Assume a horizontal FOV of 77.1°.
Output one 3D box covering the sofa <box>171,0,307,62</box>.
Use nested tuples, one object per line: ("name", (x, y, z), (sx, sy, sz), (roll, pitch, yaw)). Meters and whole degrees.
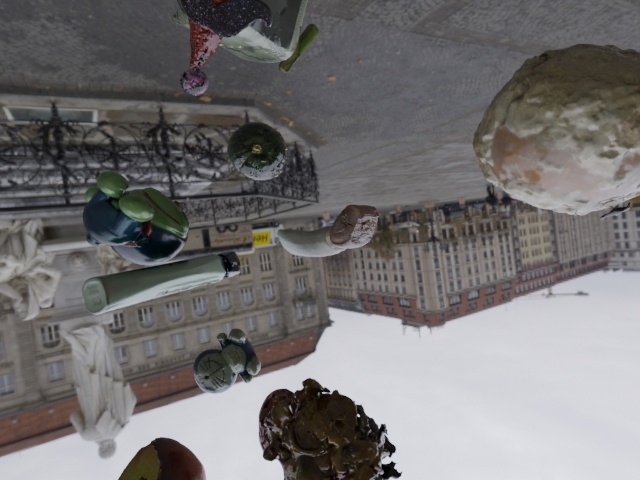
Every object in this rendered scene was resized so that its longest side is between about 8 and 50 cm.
("sofa", (-0.148, -0.505, 0.815), (0.176, 0.225, 0.210), (21, -167, 32))

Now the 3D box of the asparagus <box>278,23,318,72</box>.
("asparagus", (-0.065, -0.559, 1.168), (0.045, 0.178, 0.041), (8, 150, 46))

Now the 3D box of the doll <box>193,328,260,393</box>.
("doll", (-0.381, 0.492, 1.603), (0.259, 0.228, 0.154), (-32, 179, -12))

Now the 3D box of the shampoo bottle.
("shampoo bottle", (-0.341, 0.086, 0.942), (0.134, 0.078, 0.360), (-18, 177, 38))

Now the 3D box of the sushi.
("sushi", (0.016, 0.378, 0.721), (0.200, 0.204, 0.213), (-48, -139, -16))

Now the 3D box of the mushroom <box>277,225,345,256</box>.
("mushroom", (0.001, 0.000, 1.678), (0.178, 0.125, 0.398), (23, 162, -40))

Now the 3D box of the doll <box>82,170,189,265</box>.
("doll", (-0.441, -0.041, 0.970), (0.186, 0.199, 0.322), (-47, 165, 0))

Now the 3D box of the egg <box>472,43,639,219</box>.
("egg", (0.414, -0.175, 0.651), (0.311, 0.278, 0.279), (-8, -179, 12))

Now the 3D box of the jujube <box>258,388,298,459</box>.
("jujube", (-0.151, 0.684, 1.499), (0.175, 0.249, 0.174), (8, -169, -1))

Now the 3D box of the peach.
("peach", (-0.567, 0.930, 1.411), (0.335, 0.310, 0.405), (-34, -155, 28))

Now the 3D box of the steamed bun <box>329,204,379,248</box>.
("steamed bun", (0.128, -0.045, 1.420), (0.145, 0.175, 0.106), (4, -145, -43))

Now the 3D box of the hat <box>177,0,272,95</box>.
("hat", (-0.156, -0.315, 0.547), (0.140, 0.227, 0.129), (12, -171, -45))

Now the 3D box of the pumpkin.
("pumpkin", (-0.199, -0.284, 1.284), (0.191, 0.190, 0.146), (-8, -166, -24))
